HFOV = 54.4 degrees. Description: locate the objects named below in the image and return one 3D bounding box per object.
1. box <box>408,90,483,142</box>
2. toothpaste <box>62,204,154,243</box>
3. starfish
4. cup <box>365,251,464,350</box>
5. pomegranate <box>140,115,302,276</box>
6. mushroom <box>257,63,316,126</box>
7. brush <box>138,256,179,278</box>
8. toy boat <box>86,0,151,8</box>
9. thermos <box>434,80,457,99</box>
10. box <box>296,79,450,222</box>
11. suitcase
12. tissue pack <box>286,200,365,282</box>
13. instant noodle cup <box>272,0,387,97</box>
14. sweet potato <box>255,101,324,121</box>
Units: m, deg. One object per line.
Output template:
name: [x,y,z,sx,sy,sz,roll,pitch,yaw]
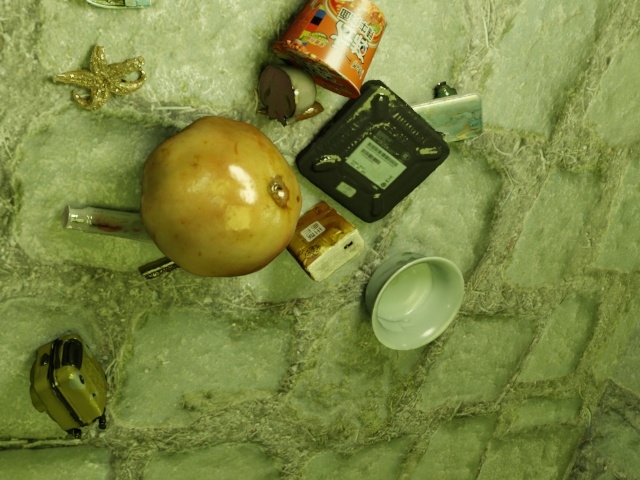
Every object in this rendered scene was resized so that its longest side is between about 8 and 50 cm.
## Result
box: [0.335,-0.346,1.830,0.285,0.044,0.142,-12,123,2]
toothpaste: [-0.489,-0.039,1.604,0.323,0.066,0.100,9,106,-36]
starfish: [-0.502,-0.372,1.427,0.210,0.053,0.150,-5,113,-23]
cup: [0.285,0.174,2.054,0.348,0.163,0.346,-12,121,-21]
pomegranate: [-0.247,-0.098,1.524,0.412,0.411,0.411,-12,120,-22]
mushroom: [-0.073,-0.375,1.566,0.117,0.188,0.141,-23,125,-20]
brush: [-0.376,0.047,1.719,0.248,0.043,0.036,-24,131,-16]
toy boat: [-0.449,-0.542,1.360,0.173,0.059,0.069,-3,116,-26]
thermos: [0.391,-0.393,1.877,0.073,0.083,0.187,-53,129,-27]
box: [0.156,-0.241,1.778,0.359,0.091,0.350,33,111,-31]
suitcase: [-0.667,0.385,1.649,0.143,0.194,0.234,-21,123,-5]
tissue pack: [0.000,0.000,1.775,0.183,0.226,0.092,-37,127,-5]
instant noodle cup: [0.032,-0.498,1.536,0.250,0.250,0.192,28,91,-35]
sweet potato: [-0.081,-0.345,1.664,0.195,0.056,0.056,-5,117,-19]
